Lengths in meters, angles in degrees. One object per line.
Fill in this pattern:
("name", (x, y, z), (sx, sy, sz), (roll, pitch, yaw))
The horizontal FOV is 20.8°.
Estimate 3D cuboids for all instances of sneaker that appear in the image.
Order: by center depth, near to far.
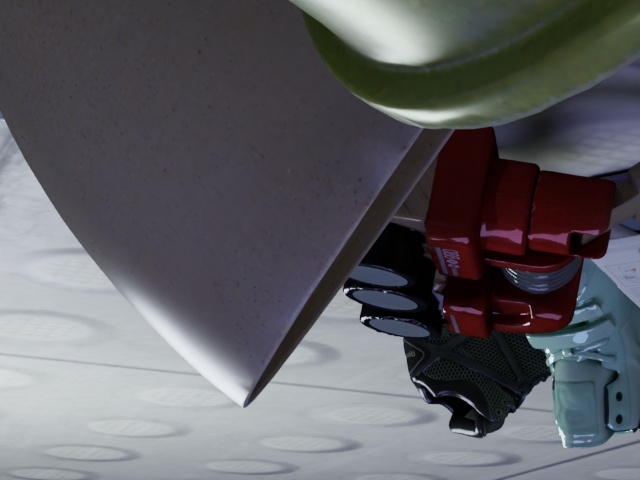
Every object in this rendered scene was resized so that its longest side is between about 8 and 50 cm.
("sneaker", (0.208, 0.087, 1.414), (0.094, 0.151, 0.256), (-7, 161, 32))
("sneaker", (0.185, 0.117, 1.563), (0.228, 0.130, 0.087), (3, 166, -12))

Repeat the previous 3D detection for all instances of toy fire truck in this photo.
("toy fire truck", (0.149, -0.018, 1.111), (0.246, 0.158, 0.217), (9, 165, 12))

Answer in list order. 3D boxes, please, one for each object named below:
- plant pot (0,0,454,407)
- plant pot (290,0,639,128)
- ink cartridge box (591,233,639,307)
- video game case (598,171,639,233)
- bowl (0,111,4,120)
("plant pot", (-0.021, -0.111, 0.624), (0.191, 0.284, 0.284), (36, 163, 4))
("plant pot", (-0.031, -0.195, 0.326), (0.254, 0.276, 0.276), (23, 156, -24))
("ink cartridge box", (0.302, 0.022, 1.325), (0.145, 0.045, 0.179), (-10, 142, 38))
("video game case", (0.350, -0.032, 1.214), (0.274, 0.026, 0.196), (-11, 160, 39))
("bowl", (-0.158, -0.110, 0.941), (0.142, 0.053, 0.142), (0, 164, 2))
